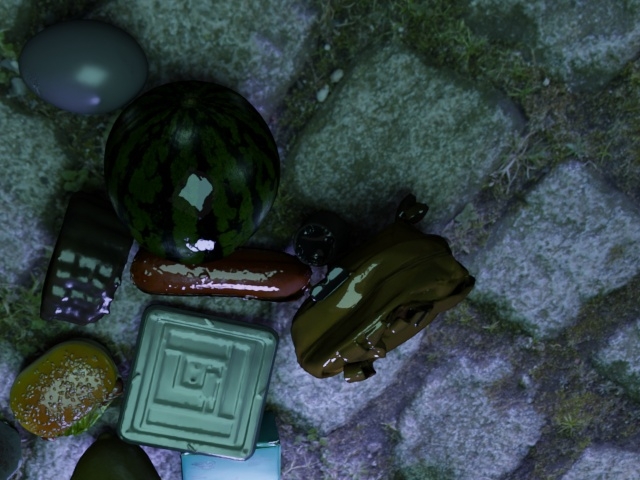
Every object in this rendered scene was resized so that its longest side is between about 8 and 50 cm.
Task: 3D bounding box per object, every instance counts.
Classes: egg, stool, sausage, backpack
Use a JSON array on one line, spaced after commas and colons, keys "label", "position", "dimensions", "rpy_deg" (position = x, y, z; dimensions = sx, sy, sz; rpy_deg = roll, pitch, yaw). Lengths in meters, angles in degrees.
[{"label": "egg", "position": [-0.370, -0.272, 1.416], "dimensions": [0.198, 0.146, 0.147], "rpy_deg": [6, 117, -3]}, {"label": "stool", "position": [0.000, 0.000, 1.639], "dimensions": [0.096, 0.110, 0.096], "rpy_deg": [3, 101, 13]}, {"label": "sausage", "position": [-0.179, 0.053, 1.654], "dimensions": [0.330, 0.102, 0.102], "rpy_deg": [5, 117, -10]}, {"label": "backpack", "position": [0.099, 0.102, 1.589], "dimensions": [0.353, 0.378, 0.201], "rpy_deg": [-46, 77, 8]}]

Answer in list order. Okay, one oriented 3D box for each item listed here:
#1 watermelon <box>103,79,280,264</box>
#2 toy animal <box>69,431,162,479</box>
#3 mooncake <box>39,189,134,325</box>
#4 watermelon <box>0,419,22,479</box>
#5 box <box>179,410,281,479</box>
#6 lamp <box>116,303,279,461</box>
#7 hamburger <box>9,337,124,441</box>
[{"label": "watermelon", "position": [-0.207, -0.112, 1.456], "dimensions": [0.285, 0.285, 0.285], "rpy_deg": [-4, 119, -7]}, {"label": "toy animal", "position": [-0.339, 0.529, 1.743], "dimensions": [0.181, 0.363, 0.181], "rpy_deg": [3, 115, -49]}, {"label": "mooncake", "position": [-0.394, 0.036, 1.539], "dimensions": [0.124, 0.228, 0.228], "rpy_deg": [17, 114, -18]}, {"label": "watermelon", "position": [-0.660, 0.401, 1.715], "dimensions": [0.213, 0.289, 0.320], "rpy_deg": [-15, 110, -36]}, {"label": "box", "position": [-0.187, 0.513, 1.890], "dimensions": [0.205, 0.118, 0.312], "rpy_deg": [-5, 119, -11]}, {"label": "lamp", "position": [-0.233, 0.272, 1.732], "dimensions": [0.268, 0.047, 0.267], "rpy_deg": [12, 88, -13]}, {"label": "hamburger", "position": [-0.479, 0.282, 1.717], "dimensions": [0.210, 0.116, 0.173], "rpy_deg": [-35, 117, 6]}]
